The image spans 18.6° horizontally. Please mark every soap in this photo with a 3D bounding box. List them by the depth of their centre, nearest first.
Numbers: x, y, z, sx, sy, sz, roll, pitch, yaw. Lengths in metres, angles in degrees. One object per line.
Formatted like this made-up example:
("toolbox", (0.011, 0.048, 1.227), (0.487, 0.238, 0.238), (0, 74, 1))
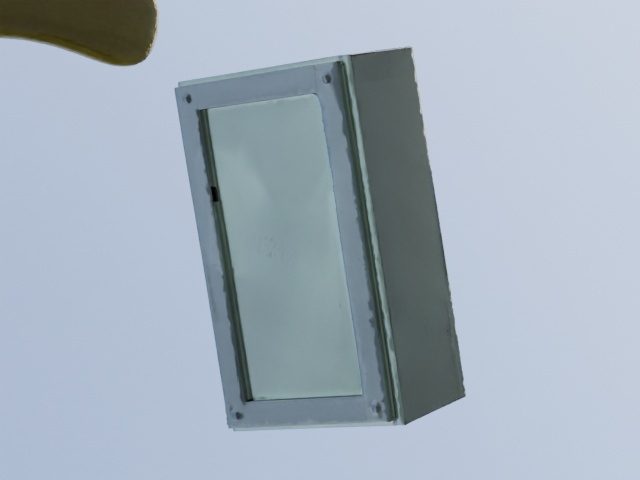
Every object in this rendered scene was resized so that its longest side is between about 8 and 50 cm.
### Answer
("soap", (-0.093, -0.080, 0.662), (0.089, 0.012, 0.034), (8, -99, -35))

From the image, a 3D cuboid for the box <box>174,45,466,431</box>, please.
("box", (0.000, 0.000, 1.223), (0.086, 0.129, 0.225), (-15, -82, -56))
